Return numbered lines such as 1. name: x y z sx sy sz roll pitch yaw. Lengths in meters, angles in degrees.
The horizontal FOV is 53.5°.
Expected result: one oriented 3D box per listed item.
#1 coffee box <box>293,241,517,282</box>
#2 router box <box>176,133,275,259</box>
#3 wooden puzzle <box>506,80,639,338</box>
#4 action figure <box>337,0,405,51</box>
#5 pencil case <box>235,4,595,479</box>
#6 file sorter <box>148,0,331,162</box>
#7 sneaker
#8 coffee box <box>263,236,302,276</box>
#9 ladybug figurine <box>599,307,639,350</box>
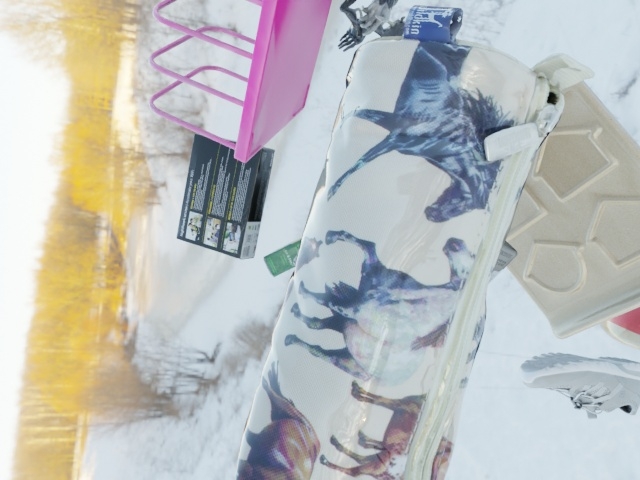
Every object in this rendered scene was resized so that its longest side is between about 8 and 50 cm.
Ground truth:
1. coffee box: 0.123 0.020 0.815 0.168 0.297 0.119 -49 63 14
2. router box: -0.154 -0.072 1.019 0.046 0.133 0.179 -4 -71 -63
3. wooden puzzle: 0.380 -0.052 0.972 0.348 0.080 0.322 57 147 11
4. action figure: 0.061 -0.400 1.013 0.141 0.164 0.276 -51 -26 -12
5. pencil case: 0.056 0.049 0.473 0.183 0.160 0.410 7 80 61
6. file sorter: -0.108 -0.299 0.851 0.202 0.182 0.291 -55 -13 -49
7. sneaker: 0.490 0.271 1.157 0.105 0.281 0.115 176 101 -72
8. coffee box: 0.000 0.000 1.056 0.040 0.184 0.113 64 -175 -1
9. ladybug figurine: 0.884 0.161 1.649 0.449 0.305 0.162 -65 -38 -77
